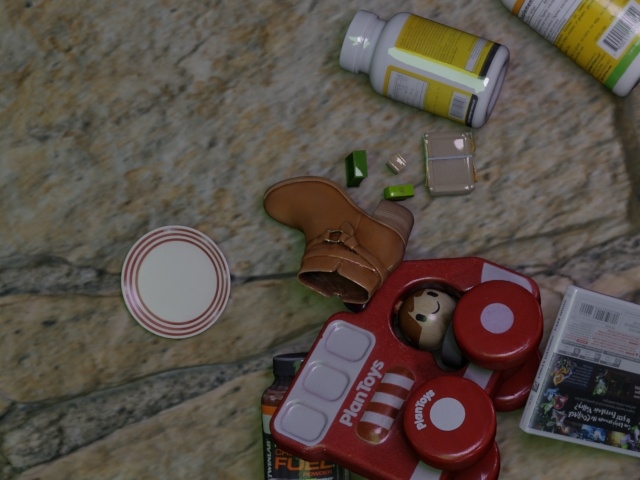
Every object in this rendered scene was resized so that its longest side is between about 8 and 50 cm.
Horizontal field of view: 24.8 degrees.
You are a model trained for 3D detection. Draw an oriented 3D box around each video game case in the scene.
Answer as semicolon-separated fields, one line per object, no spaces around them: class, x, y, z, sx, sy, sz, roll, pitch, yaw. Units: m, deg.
video game case;0.331;0.153;1.661;0.190;0.022;0.173;15;96;-28

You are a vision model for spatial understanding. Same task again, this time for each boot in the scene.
boot;0.000;0.000;1.700;0.197;0.152;0.073;10;131;21

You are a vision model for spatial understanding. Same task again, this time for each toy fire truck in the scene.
toy fire truck;0.110;0.143;1.661;0.254;0.169;0.302;22;69;18

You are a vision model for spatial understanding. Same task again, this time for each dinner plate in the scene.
dinner plate;-0.179;0.051;1.817;0.141;0.017;0.141;0;92;12

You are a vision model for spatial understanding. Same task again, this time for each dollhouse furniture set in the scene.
dollhouse furniture set;0.110;-0.086;1.751;0.151;0.058;0.076;-4;84;-8

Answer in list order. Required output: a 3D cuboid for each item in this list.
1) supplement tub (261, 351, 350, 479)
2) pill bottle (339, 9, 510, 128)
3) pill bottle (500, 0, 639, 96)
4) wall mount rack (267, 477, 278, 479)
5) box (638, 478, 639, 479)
supplement tub;-0.019;0.235;1.746;0.106;0.106;0.198;-3;91;11
pill bottle;0.121;-0.206;1.703;0.184;0.103;0.103;21;96;10
pill bottle;0.290;-0.288;1.649;0.245;0.136;0.136;40;99;8
wall mount rack;-0.072;0.433;1.735;0.304;0.130;0.350;-42;85;21
box;0.389;0.331;1.667;0.094;0.113;0.275;34;99;7
